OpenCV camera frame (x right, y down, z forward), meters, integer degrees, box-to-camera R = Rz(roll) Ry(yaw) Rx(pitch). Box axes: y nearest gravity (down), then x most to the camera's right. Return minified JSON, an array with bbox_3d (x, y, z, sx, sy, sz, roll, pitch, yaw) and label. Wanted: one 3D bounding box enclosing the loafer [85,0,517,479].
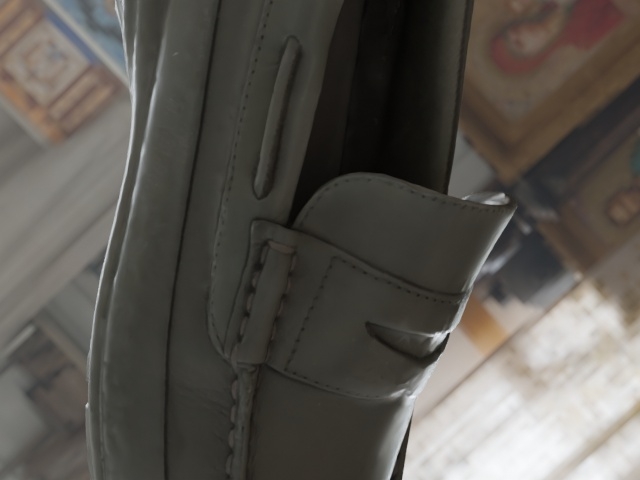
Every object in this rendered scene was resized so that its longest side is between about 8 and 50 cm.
[{"bbox_3d":[0.000,0.000,0.553,0.111,0.320,0.112,3,-175,32],"label":"loafer"}]
